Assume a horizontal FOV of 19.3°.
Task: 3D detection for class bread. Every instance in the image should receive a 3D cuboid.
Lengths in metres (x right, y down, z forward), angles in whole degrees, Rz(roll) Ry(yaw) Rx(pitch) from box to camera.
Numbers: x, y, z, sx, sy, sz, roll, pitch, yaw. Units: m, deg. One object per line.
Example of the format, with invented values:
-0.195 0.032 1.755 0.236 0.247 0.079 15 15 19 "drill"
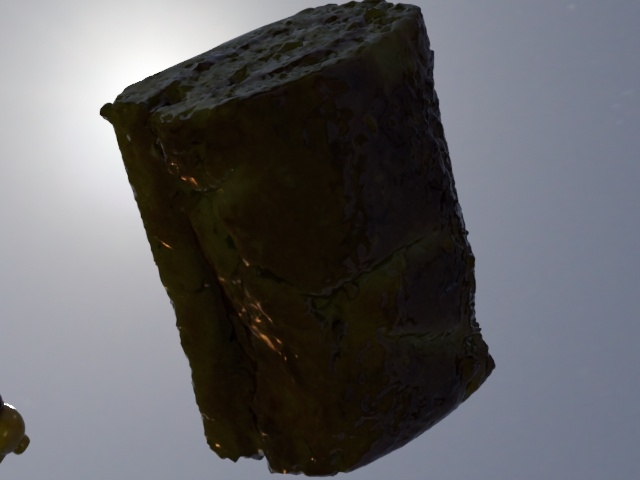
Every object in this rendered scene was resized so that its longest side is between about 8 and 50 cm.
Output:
0.000 0.000 0.776 0.103 0.132 0.172 17 -52 51 "bread"

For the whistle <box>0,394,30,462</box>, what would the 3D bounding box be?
-0.187 0.076 0.880 0.109 0.057 0.046 43 -43 -16 "whistle"
